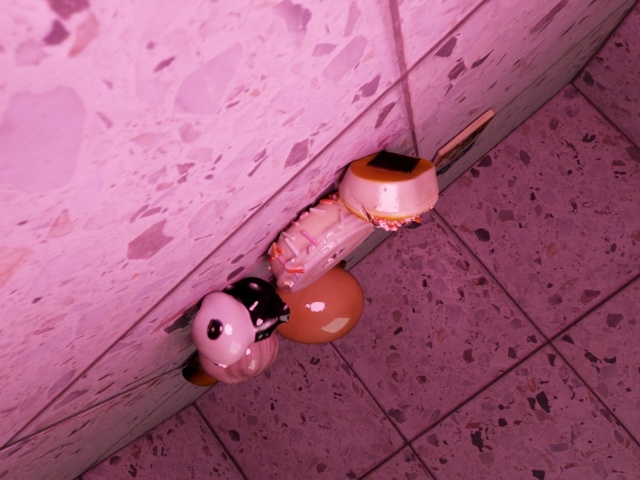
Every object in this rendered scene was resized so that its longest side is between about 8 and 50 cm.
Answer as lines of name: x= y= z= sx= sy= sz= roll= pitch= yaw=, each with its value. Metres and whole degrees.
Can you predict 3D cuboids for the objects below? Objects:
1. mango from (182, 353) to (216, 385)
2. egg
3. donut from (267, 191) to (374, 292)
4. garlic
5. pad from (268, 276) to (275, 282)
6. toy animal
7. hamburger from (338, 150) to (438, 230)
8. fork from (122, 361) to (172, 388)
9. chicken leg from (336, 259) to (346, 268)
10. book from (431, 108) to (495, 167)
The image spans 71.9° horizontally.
mango: x=-0.474 y=0.537 z=1.931 sx=0.287 sy=0.153 sz=0.201 roll=-44 pitch=180 yaw=38
egg: x=-0.017 y=0.239 z=1.676 sx=0.373 sy=0.302 sz=0.301 roll=-5 pitch=158 yaw=-18
donut: x=0.000 y=0.000 z=1.301 sx=0.382 sy=0.142 sz=0.383 roll=-38 pitch=169 yaw=-9
garlic: x=-0.300 y=0.381 z=1.618 sx=0.316 sy=0.260 sz=0.317 roll=-2 pitch=175 yaw=0
pad: x=-0.133 y=0.168 z=1.809 sx=0.322 sy=0.055 sz=0.250 roll=-20 pitch=166 yaw=-8
toy animal: x=-0.251 y=0.229 z=1.273 sx=0.266 sy=0.213 sz=0.213 roll=-25 pitch=163 yaw=-42
hamburger: x=0.179 y=-0.132 z=1.150 sx=0.295 sy=0.227 sz=0.152 roll=-30 pitch=136 yaw=-43
fork: x=-0.614 y=0.490 z=1.583 sx=0.039 sy=0.021 sz=0.235 roll=-47 pitch=168 yaw=23
chicken leg: x=0.038 y=0.121 z=2.178 sx=0.113 sy=0.093 sz=0.304 roll=-59 pitch=159 yaw=7
book: x=0.618 y=-0.412 z=2.027 sx=0.300 sy=0.039 sz=0.428 roll=-39 pitch=170 yaw=-2
